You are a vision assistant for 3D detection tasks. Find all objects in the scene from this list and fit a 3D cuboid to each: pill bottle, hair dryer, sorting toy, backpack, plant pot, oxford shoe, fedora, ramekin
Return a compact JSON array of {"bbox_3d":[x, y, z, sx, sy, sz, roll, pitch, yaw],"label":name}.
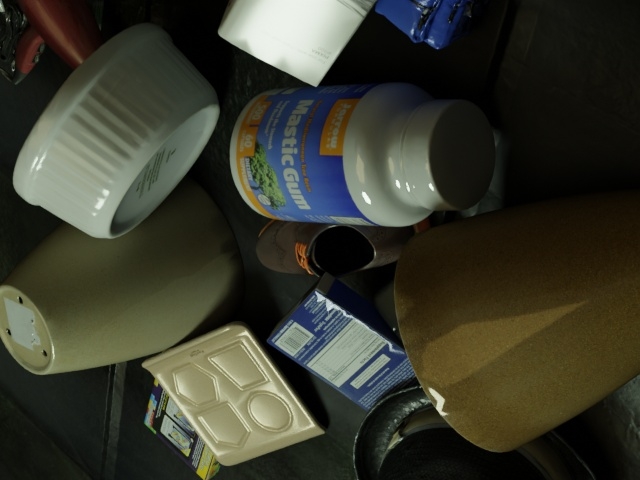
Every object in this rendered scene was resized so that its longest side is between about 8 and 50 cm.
[{"bbox_3d":[0.044,-0.092,1.338,0.272,0.152,0.152,3,115,45],"label":"pill bottle"},{"bbox_3d":[-0.371,-0.289,1.693,0.293,0.080,0.223,34,146,36],"label":"hair dryer"},{"bbox_3d":[-0.116,0.209,1.711,0.193,0.038,0.208,-25,111,35],"label":"sorting toy"},{"bbox_3d":[0.116,-0.256,1.213,0.098,0.101,0.120,39,132,14],"label":"backpack"},{"bbox_3d":[0.243,0.051,1.194,0.254,0.237,0.237,-27,92,34],"label":"plant pot"},{"bbox_3d":[0.000,0.000,1.476,0.271,0.098,0.097,-13,102,48],"label":"oxford shoe"},{"bbox_3d":[0.153,0.319,1.423,0.334,0.152,0.334,20,134,21],"label":"fedora"},{"bbox_3d":[-0.236,-0.123,1.532,0.127,0.273,0.273,38,136,5],"label":"ramekin"},{"bbox_3d":[-0.289,0.061,1.672,0.256,0.274,0.256,24,128,35],"label":"plant pot"}]

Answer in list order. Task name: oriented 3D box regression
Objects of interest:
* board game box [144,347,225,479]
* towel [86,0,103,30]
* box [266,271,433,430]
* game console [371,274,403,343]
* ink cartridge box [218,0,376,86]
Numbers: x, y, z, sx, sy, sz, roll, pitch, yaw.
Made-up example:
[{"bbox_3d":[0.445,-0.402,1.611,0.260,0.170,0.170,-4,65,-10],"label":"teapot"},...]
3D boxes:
[{"bbox_3d":[-0.185,0.250,1.850,0.141,0.048,0.170,39,135,20],"label":"board game box"},{"bbox_3d":[-0.331,-0.341,1.673,0.113,0.023,0.152,36,134,25],"label":"towel"},{"bbox_3d":[0.061,0.142,1.464,0.225,0.036,0.136,36,138,-5],"label":"box"},{"bbox_3d":[0.138,0.073,1.390,0.122,0.107,0.071,52,157,8],"label":"game console"},{"bbox_3d":[0.027,-0.313,1.168,0.117,0.207,0.283,26,139,-12],"label":"ink cartridge box"}]
